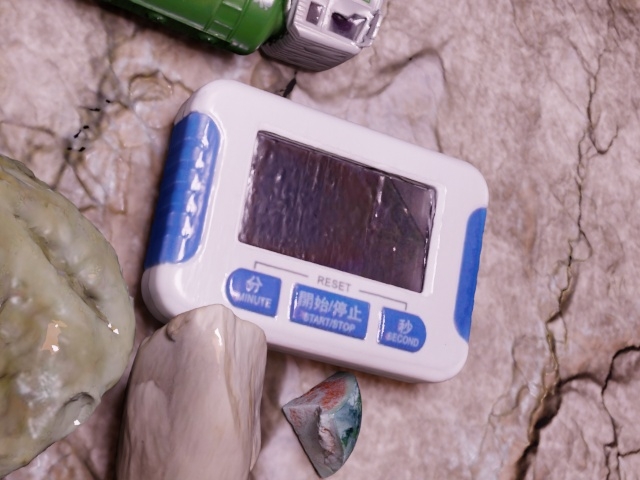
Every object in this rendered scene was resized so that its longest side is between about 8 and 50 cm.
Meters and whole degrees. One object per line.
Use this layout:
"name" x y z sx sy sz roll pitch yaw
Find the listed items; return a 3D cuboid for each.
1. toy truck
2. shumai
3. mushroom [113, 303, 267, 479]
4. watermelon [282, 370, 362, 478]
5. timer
"toy truck" -0.071 -0.204 0.773 0.242 0.101 0.125 18 79 -21
"shumai" -0.214 0.032 0.598 0.260 0.222 0.225 28 68 -25
"mushroom" -0.091 0.156 0.695 0.096 0.108 0.247 10 94 -40
"watermelon" 0.000 0.129 0.783 0.061 0.085 0.085 7 77 9
"timer" 0.000 0.000 0.789 0.253 0.078 0.178 17 73 -24
